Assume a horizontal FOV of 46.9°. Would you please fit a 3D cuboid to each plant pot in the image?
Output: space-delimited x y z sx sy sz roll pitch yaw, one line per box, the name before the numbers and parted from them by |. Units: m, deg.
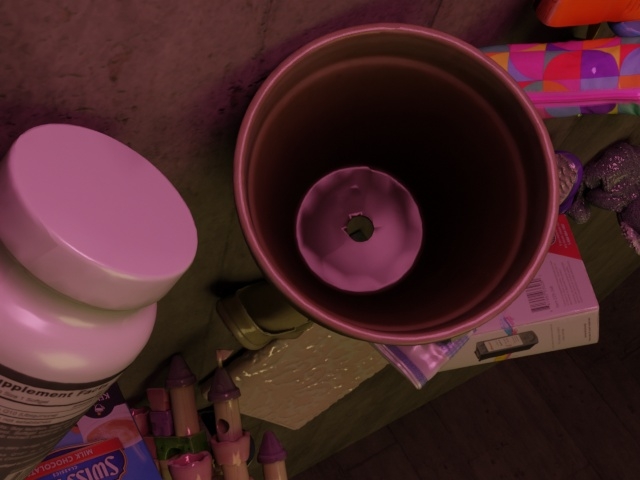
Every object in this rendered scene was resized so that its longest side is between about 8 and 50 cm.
plant pot | 0.066 -0.036 0.843 0.323 0.323 0.280 -29 173 -9

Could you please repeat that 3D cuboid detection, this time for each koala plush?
koala plush | 0.683 -0.082 1.617 0.196 0.221 0.203 -28 157 -12

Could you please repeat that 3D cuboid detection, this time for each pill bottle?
pill bottle | -0.284 0.078 0.685 0.363 0.210 0.210 -46 154 26

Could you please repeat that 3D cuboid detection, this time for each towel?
towel | 0.189 0.090 1.274 0.285 0.209 0.034 -43 173 -12
towel | -0.024 0.250 1.485 0.332 0.053 0.317 -39 141 14

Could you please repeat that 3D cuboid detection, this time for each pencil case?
pencil case | 0.277 -0.188 0.883 0.236 0.104 0.104 -1 168 22

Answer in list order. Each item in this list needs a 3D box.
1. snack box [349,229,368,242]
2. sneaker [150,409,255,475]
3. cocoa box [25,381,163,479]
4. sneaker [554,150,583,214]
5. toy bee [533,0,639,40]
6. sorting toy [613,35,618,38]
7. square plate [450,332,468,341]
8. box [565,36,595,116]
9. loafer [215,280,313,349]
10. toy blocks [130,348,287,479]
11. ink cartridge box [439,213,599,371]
snack box | 0.035 0.049 1.266 0.100 0.037 0.141 -30 157 -13
sneaker | -0.209 0.436 1.606 0.148 0.131 0.350 -34 158 14
cocoa box | -0.418 0.355 1.039 0.231 0.228 0.347 -9 148 -44
sneaker | 0.457 -0.107 1.447 0.146 0.102 0.293 -30 162 -17
toy bee | 0.391 -0.317 0.897 0.298 0.162 0.195 13 144 -27
sorting toy | 0.579 -0.306 1.199 0.255 0.089 0.257 -45 155 26
square plate | 0.261 -0.033 1.118 0.344 0.049 0.347 60 48 -68
box | 0.345 -0.230 1.010 0.105 0.043 0.179 -35 -160 3
loafer | -0.073 0.106 1.174 0.092 0.102 0.268 -41 166 15
toy blocks | -0.230 0.316 1.260 0.288 0.260 0.309 -9 -179 31
ink cartridge box | 0.336 0.099 1.377 0.306 0.226 0.131 -13 140 12
